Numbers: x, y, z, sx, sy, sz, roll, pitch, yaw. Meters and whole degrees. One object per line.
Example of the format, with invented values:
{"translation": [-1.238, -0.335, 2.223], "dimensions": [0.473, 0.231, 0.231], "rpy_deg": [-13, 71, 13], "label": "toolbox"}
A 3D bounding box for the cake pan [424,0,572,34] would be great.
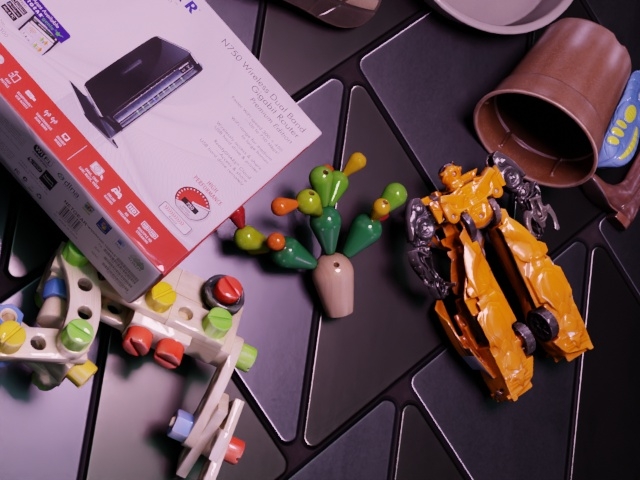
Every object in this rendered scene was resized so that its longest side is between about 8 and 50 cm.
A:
{"translation": [0.211, -0.401, 1.849], "dimensions": [0.293, 0.054, 0.293], "rpy_deg": [4, 80, -24], "label": "cake pan"}

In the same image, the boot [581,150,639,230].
{"translation": [0.402, -0.086, 1.900], "dimensions": [0.114, 0.037, 0.106], "rpy_deg": [-50, 117, -20], "label": "boot"}

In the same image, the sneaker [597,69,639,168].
{"translation": [0.390, -0.159, 1.888], "dimensions": [0.067, 0.078, 0.188], "rpy_deg": [51, 50, -19], "label": "sneaker"}

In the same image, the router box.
{"translation": [-0.206, -0.150, 1.528], "dimensions": [0.335, 0.082, 0.301], "rpy_deg": [48, 48, -3], "label": "router box"}

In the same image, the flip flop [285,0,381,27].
{"translation": [-0.042, -0.346, 1.707], "dimensions": [0.277, 0.080, 0.112], "rpy_deg": [25, 111, -33], "label": "flip flop"}

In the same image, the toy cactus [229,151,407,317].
{"translation": [0.000, 0.000, 1.678], "dimensions": [0.219, 0.112, 0.181], "rpy_deg": [-19, 109, -29], "label": "toy cactus"}

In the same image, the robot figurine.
{"translation": [0.209, 0.039, 1.764], "dimensions": [0.211, 0.085, 0.291], "rpy_deg": [-29, 96, -26], "label": "robot figurine"}

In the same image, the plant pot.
{"translation": [0.302, -0.181, 1.809], "dimensions": [0.167, 0.167, 0.165], "rpy_deg": [42, 59, -14], "label": "plant pot"}

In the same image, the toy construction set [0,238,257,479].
{"translation": [-0.191, 0.115, 1.527], "dimensions": [0.327, 0.151, 0.215], "rpy_deg": [37, 44, -24], "label": "toy construction set"}
